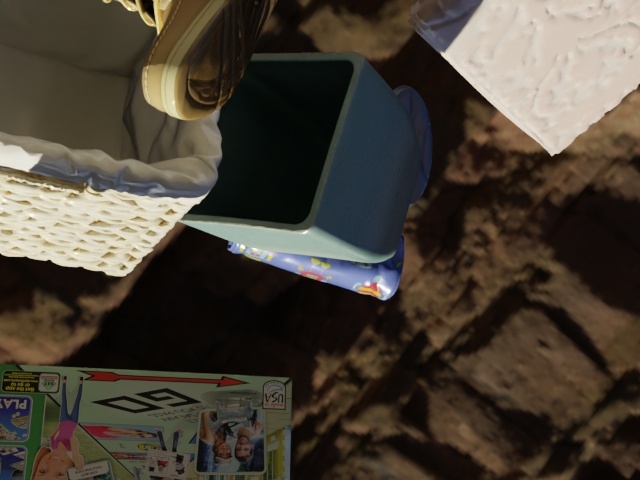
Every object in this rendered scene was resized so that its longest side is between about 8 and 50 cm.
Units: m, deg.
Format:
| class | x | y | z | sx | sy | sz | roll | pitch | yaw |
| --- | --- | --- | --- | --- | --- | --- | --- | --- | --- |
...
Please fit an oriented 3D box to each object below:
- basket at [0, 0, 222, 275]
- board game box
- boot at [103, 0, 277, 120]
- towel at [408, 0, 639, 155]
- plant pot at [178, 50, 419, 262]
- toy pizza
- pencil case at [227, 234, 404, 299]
| class | x | y | z | sx | sy | sz | roll | pitch | yaw |
| --- | --- | --- | --- | --- | --- | --- | --- | --- | --- |
| basket | -0.297 | -0.163 | 1.386 | 0.266 | 0.328 | 0.331 | 131 | -36 | -53 |
| board game box | -0.187 | 0.229 | 1.223 | 0.046 | 0.318 | 0.213 | 104 | -12 | -64 |
| boot | -0.148 | -0.202 | 1.025 | 0.262 | 0.204 | 0.095 | -69 | 171 | -45 |
| towel | 0.285 | -0.259 | 1.289 | 0.332 | 0.317 | 0.053 | -41 | -126 | 13 |
| plant pot | 0.000 | -0.089 | 1.761 | 0.247 | 0.252 | 0.247 | 6 | -107 | 40 |
| toy pizza | 0.131 | -0.153 | 2.116 | 0.032 | 0.201 | 0.201 | 2 | -130 | 28 |
| pencil case | 0.000 | 0.000 | 2.185 | 0.119 | 0.306 | 0.133 | 170 | -63 | -78 |
